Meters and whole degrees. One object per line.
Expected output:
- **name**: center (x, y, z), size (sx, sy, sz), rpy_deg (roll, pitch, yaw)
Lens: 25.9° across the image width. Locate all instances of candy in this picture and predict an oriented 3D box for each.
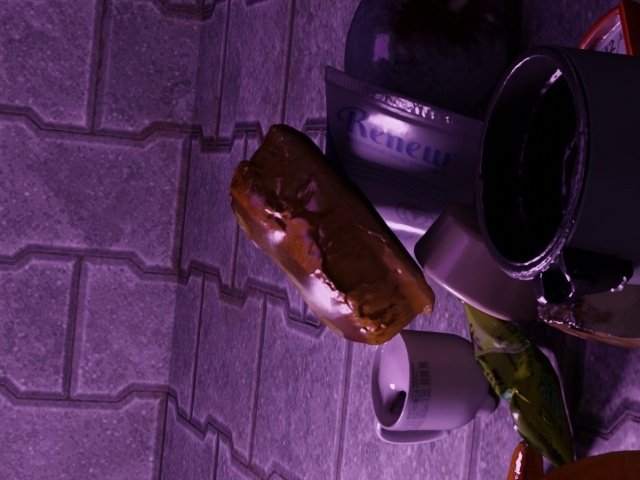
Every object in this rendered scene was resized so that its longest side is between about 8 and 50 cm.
- **candy**: center (0.239, 0.154, 1.672), size (0.069, 0.149, 0.246), rpy_deg (-39, 39, 11)

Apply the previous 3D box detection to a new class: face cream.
- **face cream**: center (0.110, -0.085, 1.909), size (0.420, 0.235, 0.137), rpy_deg (93, -158, -62)

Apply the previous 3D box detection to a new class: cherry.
- **cherry**: center (0.143, -0.261, 1.890), size (0.296, 0.218, 0.255), rpy_deg (114, 169, -58)

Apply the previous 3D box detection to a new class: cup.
- **cup**: center (0.153, 0.207, 1.863), size (0.134, 0.142, 0.173), rpy_deg (-148, 65, -68)

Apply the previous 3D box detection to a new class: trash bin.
- **trash bin**: center (0.309, -0.064, 1.312), size (0.217, 0.263, 0.277), rpy_deg (128, 143, -57)

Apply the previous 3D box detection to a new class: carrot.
- **carrot**: center (0.247, 0.284, 1.671), size (0.139, 0.048, 0.048), rpy_deg (92, 168, -46)

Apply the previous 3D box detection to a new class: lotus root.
- **lotus root**: center (0.308, 0.071, 1.484), size (0.143, 0.144, 0.070), rpy_deg (-1, 76, 62)

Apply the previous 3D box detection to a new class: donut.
- **donut**: center (0.000, 0.000, 1.796), size (0.330, 0.160, 0.330), rpy_deg (53, 171, 12)

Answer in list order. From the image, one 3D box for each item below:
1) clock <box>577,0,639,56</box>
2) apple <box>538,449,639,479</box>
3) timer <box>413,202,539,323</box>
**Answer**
- **clock**: center (0.337, -0.180, 1.562), size (0.113, 0.061, 0.155), rpy_deg (129, 146, -49)
- **apple**: center (0.292, 0.324, 1.275), size (0.286, 0.286, 0.233), rpy_deg (125, 151, -55)
- **timer**: center (0.252, -0.053, 1.688), size (0.266, 0.175, 0.175), rpy_deg (-60, 27, 17)
